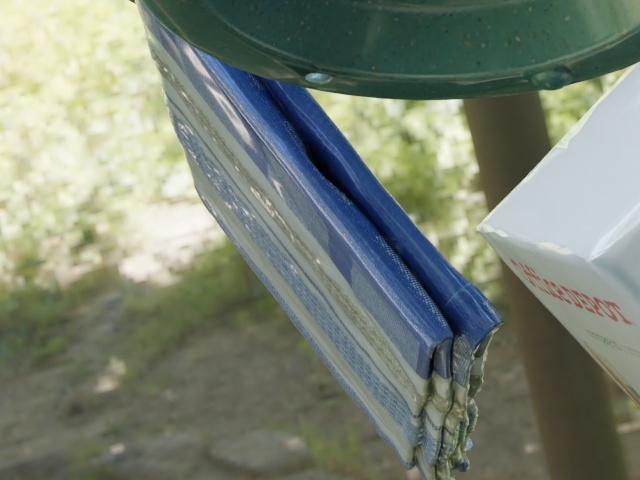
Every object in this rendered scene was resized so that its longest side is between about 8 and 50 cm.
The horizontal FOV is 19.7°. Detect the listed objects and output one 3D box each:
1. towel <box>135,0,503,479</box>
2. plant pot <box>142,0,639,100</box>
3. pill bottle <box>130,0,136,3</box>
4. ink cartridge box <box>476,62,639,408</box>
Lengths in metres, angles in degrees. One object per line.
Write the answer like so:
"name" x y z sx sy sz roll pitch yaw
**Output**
"towel" 0.000 0.000 0.780 0.034 0.209 0.285 -36 -15 -9
"plant pot" 0.033 -0.161 0.539 0.293 0.196 0.293 0 -20 0
"pill bottle" -0.144 -0.256 1.432 0.130 0.130 0.246 -20 34 -31
"ink cartridge box" 0.289 0.083 1.021 0.160 0.384 0.279 -43 8 -3
